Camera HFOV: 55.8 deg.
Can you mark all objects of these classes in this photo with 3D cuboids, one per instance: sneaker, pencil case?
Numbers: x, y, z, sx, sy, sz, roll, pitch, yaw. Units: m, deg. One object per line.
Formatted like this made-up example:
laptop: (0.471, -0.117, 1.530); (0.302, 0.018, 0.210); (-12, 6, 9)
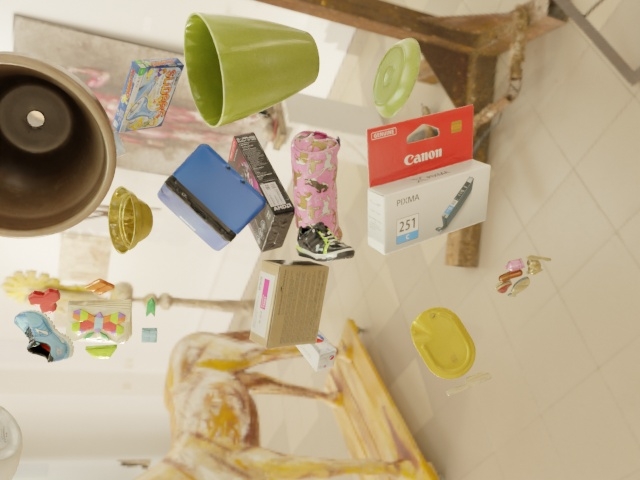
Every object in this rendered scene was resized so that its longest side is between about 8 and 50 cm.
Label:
sneaker: (0.000, 0.000, 1.604); (0.235, 0.084, 0.097); (8, 101, 53)
pencil case: (-0.009, -0.152, 1.926); (0.160, 0.167, 0.386); (-129, 31, -50)
sneaker: (-0.628, 0.214, 1.345); (0.073, 0.162, 0.063); (-29, -33, -59)

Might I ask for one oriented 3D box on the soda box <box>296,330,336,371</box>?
soda box: (-0.034, 0.335, 2.005); (0.216, 0.069, 0.074); (44, 133, 47)

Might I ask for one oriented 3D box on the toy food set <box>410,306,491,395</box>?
toy food set: (0.303, 0.264, 1.472); (0.218, 0.128, 0.071); (60, 175, 2)

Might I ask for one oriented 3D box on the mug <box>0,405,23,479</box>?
mug: (-0.819, 0.539, 1.285); (0.328, 0.276, 0.374); (-43, 34, 9)

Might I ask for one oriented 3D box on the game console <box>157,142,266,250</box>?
game console: (-0.371, -0.138, 2.038); (0.173, 0.293, 0.250); (-50, 10, -27)

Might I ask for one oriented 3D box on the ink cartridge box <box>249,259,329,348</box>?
ink cartridge box: (-0.087, 0.175, 1.705); (0.088, 0.193, 0.235); (16, 98, 46)

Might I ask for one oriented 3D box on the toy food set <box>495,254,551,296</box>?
toy food set: (0.364, 0.061, 1.115); (0.122, 0.078, 0.019); (122, 147, -43)

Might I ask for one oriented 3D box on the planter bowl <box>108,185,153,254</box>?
planter bowl: (-0.599, -0.065, 1.941); (0.217, 0.090, 0.217); (2, 93, 50)

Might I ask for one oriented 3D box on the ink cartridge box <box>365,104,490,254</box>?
ink cartridge box: (0.235, -0.133, 1.294); (0.066, 0.296, 0.261); (34, 135, 51)

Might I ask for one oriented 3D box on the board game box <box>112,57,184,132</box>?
board game box: (-0.437, -0.367, 1.529); (0.035, 0.136, 0.201); (47, 130, 16)

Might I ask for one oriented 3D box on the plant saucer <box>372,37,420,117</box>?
plant saucer: (0.214, -0.485, 1.788); (0.241, 0.037, 0.241); (-168, 90, -68)

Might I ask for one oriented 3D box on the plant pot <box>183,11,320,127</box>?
plant pot: (-0.162, -0.448, 1.537); (0.275, 0.293, 0.275); (41, 139, 49)

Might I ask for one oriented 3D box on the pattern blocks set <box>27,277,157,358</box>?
pattern blocks set: (-0.627, 0.229, 1.706); (0.026, 0.325, 0.285); (-111, 18, -53)

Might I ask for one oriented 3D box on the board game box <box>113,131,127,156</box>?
board game box: (-0.713, -0.199, 1.638); (0.319, 0.318, 0.066); (6, 120, 62)

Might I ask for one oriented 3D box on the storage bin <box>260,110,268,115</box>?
storage bin: (-0.204, -0.428, 1.783); (0.135, 0.098, 0.091); (24, 100, 39)

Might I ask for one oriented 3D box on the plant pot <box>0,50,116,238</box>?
plant pot: (-0.451, -0.164, 0.923); (0.229, 0.263, 0.263); (-128, 48, -60)

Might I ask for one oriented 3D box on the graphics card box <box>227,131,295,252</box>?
graphics card box: (-0.223, -0.171, 2.149); (0.371, 0.094, 0.233); (61, 149, 24)
